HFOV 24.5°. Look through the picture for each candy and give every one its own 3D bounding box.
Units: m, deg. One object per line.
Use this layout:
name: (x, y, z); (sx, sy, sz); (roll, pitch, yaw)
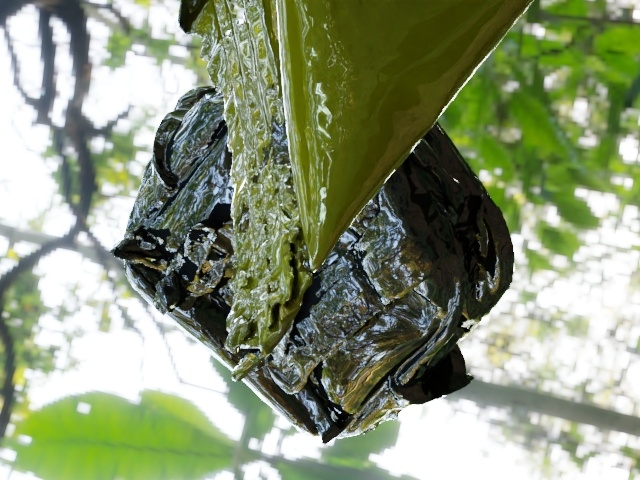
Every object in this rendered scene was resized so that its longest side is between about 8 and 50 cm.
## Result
candy: (0.028, -0.130, 0.337); (0.187, 0.081, 0.297); (-102, 29, -51)

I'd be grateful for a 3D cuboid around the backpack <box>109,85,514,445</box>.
backpack: (0.000, 0.000, 0.735); (0.133, 0.206, 0.258); (-44, -3, -32)
